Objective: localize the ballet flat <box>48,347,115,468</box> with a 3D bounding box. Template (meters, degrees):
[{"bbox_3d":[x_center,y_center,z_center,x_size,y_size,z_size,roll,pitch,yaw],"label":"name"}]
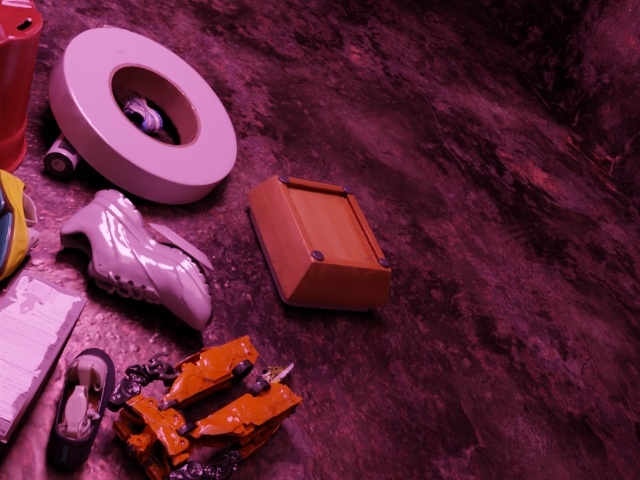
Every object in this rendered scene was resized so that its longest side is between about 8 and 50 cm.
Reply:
[{"bbox_3d":[-0.319,0.207,1.037,0.074,0.074,0.203,21,36,-18],"label":"ballet flat"}]

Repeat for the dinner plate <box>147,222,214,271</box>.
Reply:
[{"bbox_3d":[-0.237,0.007,1.327,0.141,0.017,0.141,35,-7,5],"label":"dinner plate"}]

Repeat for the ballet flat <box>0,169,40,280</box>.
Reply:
[{"bbox_3d":[-0.478,-0.024,1.200,0.077,0.077,0.231,24,30,-43],"label":"ballet flat"}]

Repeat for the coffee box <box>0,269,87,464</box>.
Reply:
[{"bbox_3d":[-0.397,0.174,0.958,0.098,0.141,0.247,27,36,-11],"label":"coffee box"}]

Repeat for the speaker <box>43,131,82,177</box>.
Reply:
[{"bbox_3d":[-0.458,-0.173,1.409,0.055,0.055,0.136,25,35,-13],"label":"speaker"}]

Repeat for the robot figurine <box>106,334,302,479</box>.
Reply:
[{"bbox_3d":[-0.167,0.248,1.105,0.211,0.085,0.291,46,36,19],"label":"robot figurine"}]

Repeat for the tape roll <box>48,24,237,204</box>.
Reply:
[{"bbox_3d":[-0.339,-0.248,1.507,0.392,0.072,0.392,30,38,-27],"label":"tape roll"}]

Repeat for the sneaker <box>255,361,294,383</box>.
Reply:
[{"bbox_3d":[-0.074,0.218,1.264,0.035,0.031,0.083,40,35,10],"label":"sneaker"}]

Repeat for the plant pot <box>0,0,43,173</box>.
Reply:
[{"bbox_3d":[-0.586,-0.280,1.249,0.272,0.265,0.272,22,35,-17],"label":"plant pot"}]

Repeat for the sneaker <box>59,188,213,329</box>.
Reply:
[{"bbox_3d":[-0.298,0.051,1.248,0.297,0.111,0.129,39,52,12],"label":"sneaker"}]

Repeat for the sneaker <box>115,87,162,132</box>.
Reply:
[{"bbox_3d":[-0.387,-0.273,1.595,0.135,0.052,0.058,44,40,16],"label":"sneaker"}]

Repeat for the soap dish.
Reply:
[{"bbox_3d":[0.000,0.000,1.515,0.228,0.118,0.291,8,41,-33],"label":"soap dish"}]
